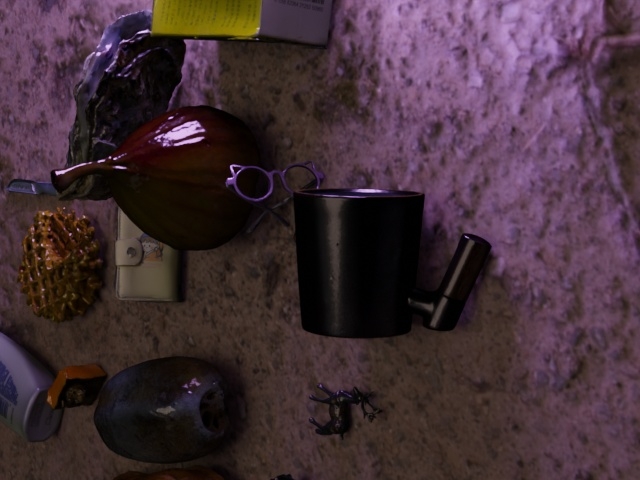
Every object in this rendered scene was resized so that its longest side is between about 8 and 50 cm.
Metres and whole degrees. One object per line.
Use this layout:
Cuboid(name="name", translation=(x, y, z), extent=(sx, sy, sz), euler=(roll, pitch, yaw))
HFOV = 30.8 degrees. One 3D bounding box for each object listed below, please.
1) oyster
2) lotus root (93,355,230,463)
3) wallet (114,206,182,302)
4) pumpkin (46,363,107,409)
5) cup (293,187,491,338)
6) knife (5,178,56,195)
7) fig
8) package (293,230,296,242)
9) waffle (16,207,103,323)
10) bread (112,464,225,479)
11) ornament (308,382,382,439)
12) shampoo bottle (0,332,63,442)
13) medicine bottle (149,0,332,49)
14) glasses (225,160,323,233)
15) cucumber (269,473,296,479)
Cuboid(name="oyster", translation=(-0.326, -0.191, 1.812), extent=(0.351, 0.162, 0.158), euler=(-59, 33, 22))
Cuboid(name="lotus root", translation=(-0.266, 0.262, 1.769), extent=(0.322, 0.140, 0.158), euler=(-13, 81, 44))
Cuboid(name="wallet", translation=(-0.268, 0.019, 1.820), extent=(0.110, 0.039, 0.155), euler=(1, 89, 8))
Cuboid(name="pumpkin", translation=(-0.407, 0.246, 1.938), extent=(0.054, 0.083, 0.074), euler=(52, 125, 35))
Cuboid(name="cup", translation=(0.073, 0.029, 1.444), extent=(0.239, 0.166, 0.176), euler=(7, 97, 44))
Cuboid(name="knife", translation=(-0.505, -0.094, 2.080), extent=(0.210, 0.015, 0.028), euler=(8, 100, 43))
Cuboid(name="fig", translation=(-0.234, -0.087, 1.621), extent=(0.217, 0.321, 0.216), euler=(1, 92, 38))
Cuboid(name="package", translation=(0.001, 0.000, 1.599), extent=(0.110, 0.033, 0.077), euler=(-125, 32, -45))
Cuboid(name="waffle", translation=(-0.449, 0.042, 1.988), extent=(0.193, 0.070, 0.197), euler=(8, 95, 43))
Cuboid(name="bread", translation=(-0.274, 0.446, 1.768), extent=(0.344, 0.149, 0.195), euler=(-18, 66, 42))
Cuboid(name="ornament", translation=(0.034, 0.233, 1.566), extent=(0.125, 0.028, 0.073), euler=(-2, 87, 44))
Cuboid(name="shampoo bottle", translation=(-0.596, 0.235, 2.117), extent=(0.359, 0.078, 0.134), euler=(24, 102, 41))
Cuboid(name="medicine bottle", translation=(-0.111, -0.346, 1.635), extent=(0.250, 0.137, 0.141), euler=(11, 97, 43))
Cuboid(name="glasses", translation=(-0.072, -0.060, 1.625), extent=(0.104, 0.140, 0.062), euler=(119, 140, -59))
Cuboid(name="cucumber", translation=(0.052, 0.431, 1.506), extent=(0.359, 0.096, 0.096), euler=(29, 109, 37))
